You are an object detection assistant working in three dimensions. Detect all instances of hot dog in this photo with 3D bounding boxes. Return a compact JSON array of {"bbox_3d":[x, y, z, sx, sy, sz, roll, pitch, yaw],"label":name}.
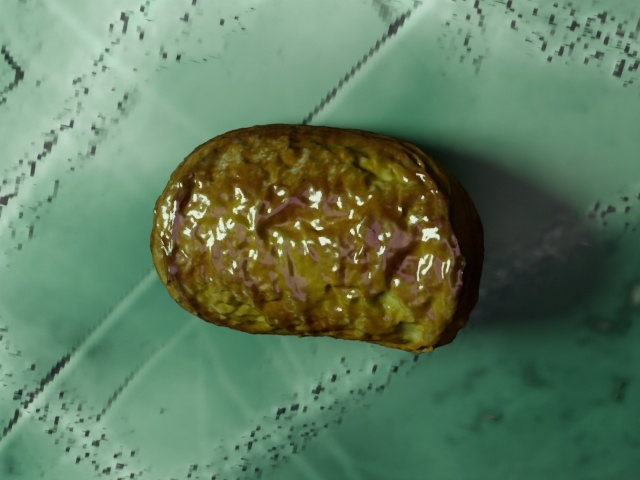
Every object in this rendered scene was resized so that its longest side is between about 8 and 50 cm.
[{"bbox_3d":[-0.001,0.002,0.747,0.147,0.065,0.099,5,114,13],"label":"hot dog"}]
